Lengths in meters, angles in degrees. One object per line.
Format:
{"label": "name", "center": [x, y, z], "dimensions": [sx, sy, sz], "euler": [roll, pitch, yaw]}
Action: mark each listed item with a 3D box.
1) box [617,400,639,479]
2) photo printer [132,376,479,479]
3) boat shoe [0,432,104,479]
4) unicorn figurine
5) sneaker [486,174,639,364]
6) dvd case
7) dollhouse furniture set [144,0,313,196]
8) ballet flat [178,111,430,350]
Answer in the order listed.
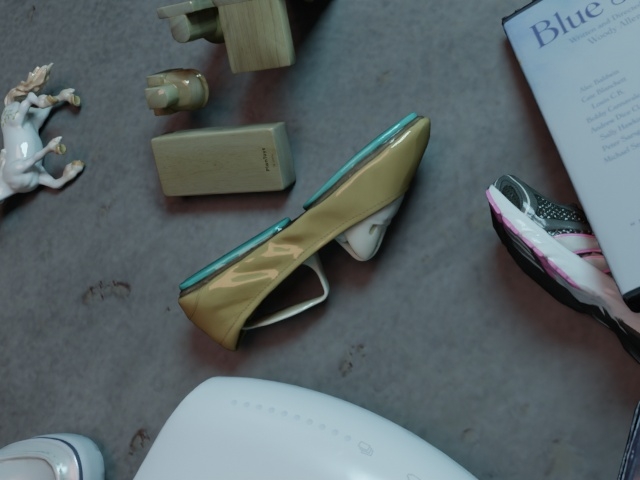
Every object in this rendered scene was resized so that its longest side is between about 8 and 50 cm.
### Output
{"label": "box", "center": [0.251, 0.272, 0.307], "dimensions": [0.312, 0.179, 0.343], "euler": [15, 87, 29]}
{"label": "photo printer", "center": [-0.031, 0.245, 0.466], "dimensions": [0.256, 0.107, 0.307], "euler": [21, 72, 25]}
{"label": "boat shoe", "center": [-0.302, 0.223, 0.639], "dimensions": [0.267, 0.088, 0.096], "euler": [-19, 69, 20]}
{"label": "unicorn figurine", "center": [-0.278, -0.081, 0.731], "dimensions": [0.111, 0.060, 0.162], "euler": [-16, 54, 21]}
{"label": "sneaker", "center": [0.186, 0.012, 0.486], "dimensions": [0.178, 0.072, 0.077], "euler": [42, 85, 19]}
{"label": "dvd case", "center": [0.222, -0.099, 0.460], "dimensions": [0.180, 0.022, 0.253], "euler": [-29, 47, 23]}
{"label": "dollhouse furniture set", "center": [-0.057, -0.130, 0.651], "dimensions": [0.144, 0.123, 0.151], "euler": [-1, 111, 25]}
{"label": "ballet flat", "center": [0.000, 0.000, 0.576], "dimensions": [0.232, 0.080, 0.073], "euler": [-36, 92, 15]}
